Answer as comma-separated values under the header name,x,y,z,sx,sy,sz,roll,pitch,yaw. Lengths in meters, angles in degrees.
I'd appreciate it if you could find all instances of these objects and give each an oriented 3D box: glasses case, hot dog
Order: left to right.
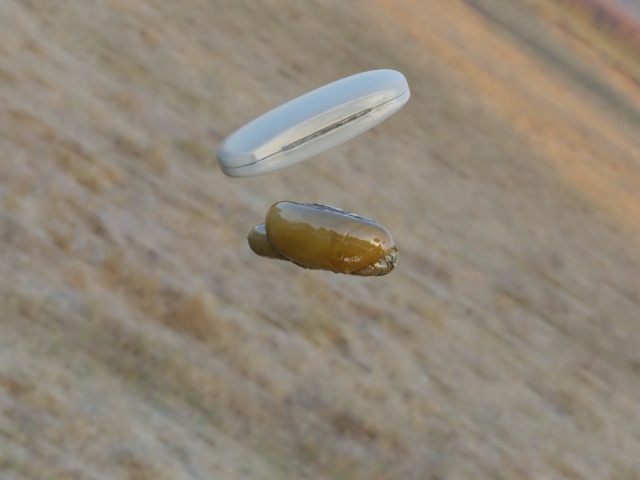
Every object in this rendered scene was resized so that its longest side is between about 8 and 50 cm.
name,x,y,z,sx,sy,sz,roll,pitch,yaw
glasses case,-0.007,-0.109,1.765,0.074,0.193,0.049,31,-34,66
hot dog,-0.001,0.000,1.602,0.140,0.060,0.090,18,3,21
